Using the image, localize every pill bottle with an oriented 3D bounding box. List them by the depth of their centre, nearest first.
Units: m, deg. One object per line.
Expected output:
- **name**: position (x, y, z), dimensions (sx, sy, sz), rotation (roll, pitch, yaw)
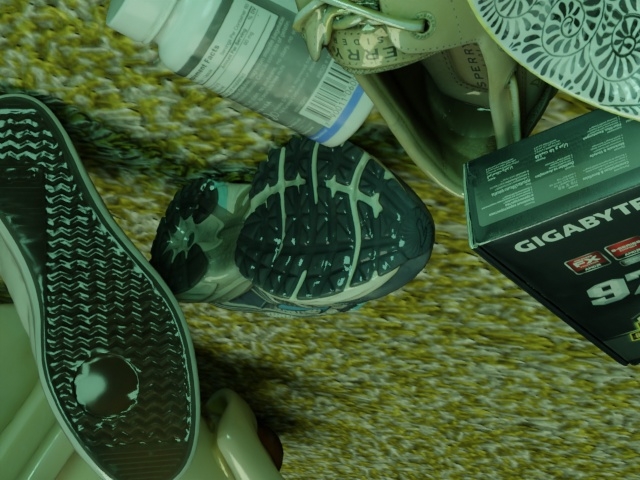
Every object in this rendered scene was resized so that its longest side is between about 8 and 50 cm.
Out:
- **pill bottle**: position (-0.036, -0.110, 0.803), dimensions (0.137, 0.078, 0.078), rotation (25, 158, -17)

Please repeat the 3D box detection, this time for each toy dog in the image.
- **toy dog**: position (-0.195, 0.247, 1.543), dimensions (0.395, 0.284, 0.408), rotation (15, 163, 46)

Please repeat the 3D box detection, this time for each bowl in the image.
- **bowl**: position (0.147, -0.121, 0.619), dimensions (0.170, 0.080, 0.170), rotation (18, 156, 8)

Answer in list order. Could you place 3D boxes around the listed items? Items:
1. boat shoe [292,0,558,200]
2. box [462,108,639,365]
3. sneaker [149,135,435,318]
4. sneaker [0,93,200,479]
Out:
- **boat shoe**: position (0.037, -0.119, 0.692), dimensions (0.109, 0.098, 0.302), rotation (7, 156, 27)
- **box**: position (0.206, -0.019, 0.748), dimensions (0.220, 0.051, 0.175), rotation (-22, 145, 27)
- **sneaker**: position (0.000, 0.000, 1.044), dimensions (0.122, 0.110, 0.283), rotation (17, 169, -32)
- **sneaker**: position (-0.161, 0.041, 1.091), dimensions (0.106, 0.290, 0.123), rotation (-21, 170, -10)
